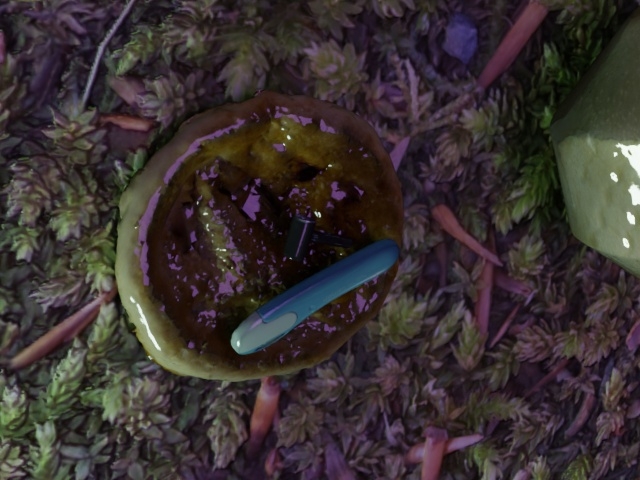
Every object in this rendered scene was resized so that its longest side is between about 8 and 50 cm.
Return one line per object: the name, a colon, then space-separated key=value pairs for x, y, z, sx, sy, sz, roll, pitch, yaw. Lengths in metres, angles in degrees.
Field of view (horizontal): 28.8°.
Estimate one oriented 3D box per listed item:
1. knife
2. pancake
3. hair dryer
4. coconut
knife: x=-0.005 y=0.057 z=1.357 sx=0.222 sy=0.031 sz=0.064 roll=-30 pitch=144 yaw=-22
pancake: x=-0.058 y=0.001 z=1.358 sx=0.356 sy=0.065 sz=0.356 roll=-9 pitch=110 yaw=-26
hair dryer: x=0.000 y=0.000 z=1.342 sx=0.083 sy=0.026 sz=0.047 roll=8 pitch=106 yaw=-38
coconut: x=0.438 y=-0.130 z=1.480 sx=0.353 sy=0.352 sz=0.352 roll=-9 pitch=107 yaw=-29
